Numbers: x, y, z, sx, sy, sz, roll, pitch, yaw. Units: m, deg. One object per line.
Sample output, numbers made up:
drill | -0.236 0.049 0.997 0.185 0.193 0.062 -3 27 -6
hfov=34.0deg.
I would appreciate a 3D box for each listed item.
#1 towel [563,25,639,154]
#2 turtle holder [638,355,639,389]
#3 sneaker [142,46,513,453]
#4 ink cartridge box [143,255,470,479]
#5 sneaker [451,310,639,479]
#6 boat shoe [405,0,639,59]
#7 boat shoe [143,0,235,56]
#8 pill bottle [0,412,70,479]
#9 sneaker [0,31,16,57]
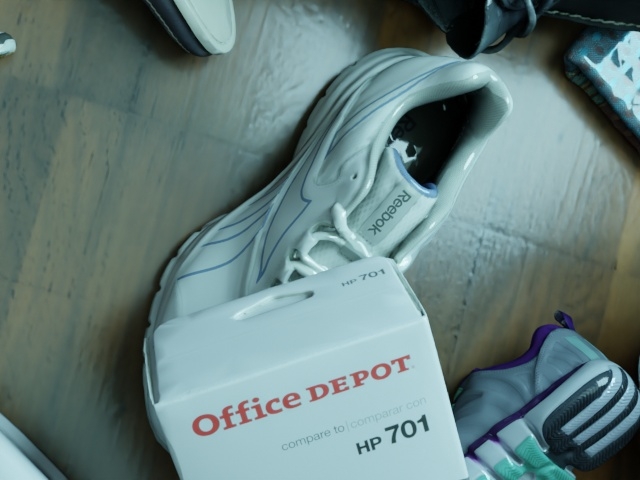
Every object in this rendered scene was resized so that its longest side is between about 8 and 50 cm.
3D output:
towel | 0.376 -0.166 0.787 0.271 0.040 0.370 46 78 -11
turtle holder | 0.308 0.112 0.666 0.227 0.320 0.243 21 54 -23
sneaker | 0.000 0.000 0.608 0.111 0.129 0.297 36 79 -18
ink cartridge box | 0.003 0.123 0.552 0.139 0.082 0.191 -18 115 -3
sneaker | 0.097 0.142 0.676 0.223 0.098 0.083 -38 121 7
boat shoe | 0.088 -0.169 0.636 0.340 0.127 0.113 18 76 -14
boat shoe | -0.122 -0.194 0.619 0.065 0.075 0.206 -24 106 26
pill bottle | -0.237 0.204 0.514 0.264 0.146 0.146 -45 102 -15
sneaker | -0.215 -0.117 0.589 0.083 0.032 0.037 -6 91 -19
